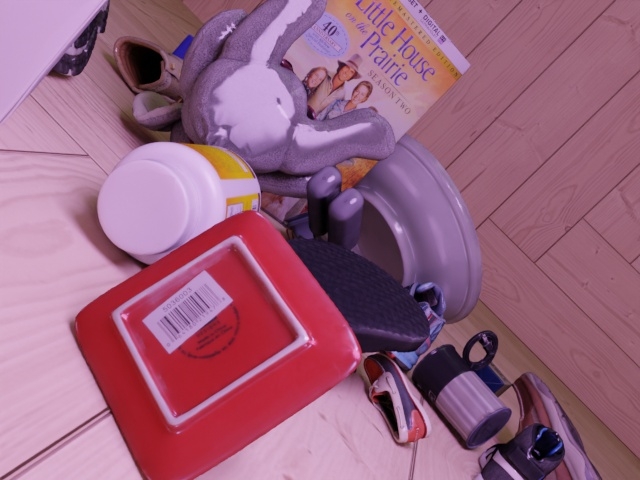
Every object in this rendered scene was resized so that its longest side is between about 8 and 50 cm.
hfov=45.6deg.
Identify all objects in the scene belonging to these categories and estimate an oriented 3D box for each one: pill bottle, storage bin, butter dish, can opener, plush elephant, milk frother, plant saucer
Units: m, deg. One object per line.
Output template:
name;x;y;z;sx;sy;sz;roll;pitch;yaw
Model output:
pill bottle;-0.137;-0.038;0.759;0.117;0.117;0.215;45;10;2
storage bin;-0.001;0.000;1.255;0.135;0.098;0.091;6;68;-75
butter dish;-0.066;0.086;0.548;0.160;0.160;0.118;52;-10;32
can opener;0.000;0.000;0.996;0.076;0.095;0.283;47;-11;13
plush elephant;-0.107;-0.153;1.028;0.272;0.330;0.255;55;-15;-14
milk frother;0.238;0.217;1.145;0.135;0.143;0.129;49;4;35
plant saucer;0.134;-0.009;1.430;0.400;0.100;0.401;46;-29;36

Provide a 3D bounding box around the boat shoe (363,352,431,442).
boat shoe;0.084;0.190;0.931;0.043;0.049;0.137;-8;40;-25

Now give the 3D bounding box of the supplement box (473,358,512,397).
supplement box;0.274;0.253;1.309;0.056;0.083;0.083;50;10;24

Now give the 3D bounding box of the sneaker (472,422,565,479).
sneaker;0.284;0.302;1.049;0.079;0.121;0.217;48;11;14

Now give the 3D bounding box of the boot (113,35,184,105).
boot;-0.218;-0.239;1.295;0.262;0.095;0.203;45;10;13

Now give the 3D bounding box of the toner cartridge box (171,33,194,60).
toner cartridge box;-0.193;-0.321;1.777;0.348;0.075;0.165;49;10;23

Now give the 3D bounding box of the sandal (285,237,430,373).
sandal;-0.028;0.084;0.813;0.168;0.107;0.445;51;24;24

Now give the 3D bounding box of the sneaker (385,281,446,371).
sneaker;0.159;0.123;1.256;0.104;0.125;0.262;44;10;-8

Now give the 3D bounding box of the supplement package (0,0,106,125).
supplement package;-0.346;-0.263;0.666;0.293;0.175;0.177;40;10;-22

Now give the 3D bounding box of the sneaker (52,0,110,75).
sneaker;-0.389;-0.332;1.026;0.182;0.158;0.410;10;22;-12

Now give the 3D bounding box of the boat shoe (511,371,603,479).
boat shoe;0.345;0.326;1.180;0.123;0.116;0.324;53;13;-21

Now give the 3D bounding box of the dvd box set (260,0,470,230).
dvd box set;0.010;-0.231;1.247;0.307;0.420;0.062;37;12;-39
